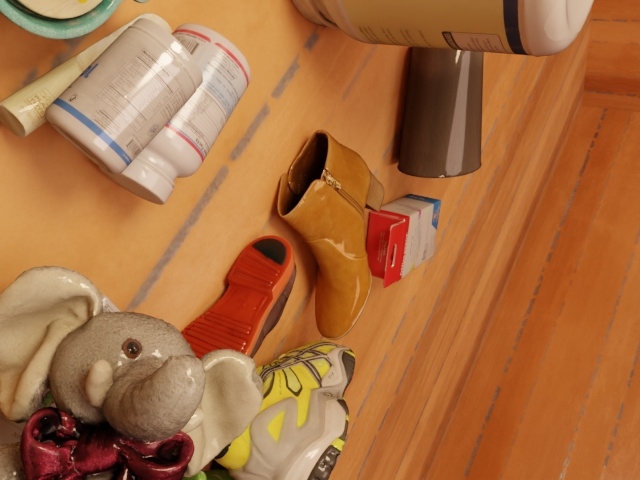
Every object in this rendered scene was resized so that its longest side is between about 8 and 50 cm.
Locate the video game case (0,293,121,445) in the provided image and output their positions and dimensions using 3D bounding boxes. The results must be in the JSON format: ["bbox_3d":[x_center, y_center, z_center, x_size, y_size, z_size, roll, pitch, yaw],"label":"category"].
[{"bbox_3d":[-0.244,0.154,0.521,0.157,0.019,0.143,-52,143,-28],"label":"video game case"}]

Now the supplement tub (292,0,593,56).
[{"bbox_3d":[0.138,-0.344,0.578,0.235,0.325,0.235,-33,132,-47],"label":"supplement tub"}]

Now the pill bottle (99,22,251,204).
[{"bbox_3d":[-0.139,-0.118,0.484,0.160,0.087,0.087,-63,148,-15],"label":"pill bottle"}]

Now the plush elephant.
[{"bbox_3d":[-0.155,0.168,0.378,0.272,0.330,0.255,24,78,-29],"label":"plush elephant"}]

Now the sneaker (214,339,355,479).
[{"bbox_3d":[-0.044,0.206,0.700,0.384,0.147,0.145,-50,165,-87],"label":"sneaker"}]

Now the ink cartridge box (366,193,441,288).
[{"bbox_3d":[0.159,-0.005,1.024,0.231,0.078,0.134,-24,124,-51],"label":"ink cartridge box"}]

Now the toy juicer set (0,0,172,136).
[{"bbox_3d":[-0.188,-0.169,0.313,0.209,0.089,0.329,-63,165,-16],"label":"toy juicer set"}]

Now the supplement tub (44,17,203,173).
[{"bbox_3d":[-0.153,-0.112,0.400,0.107,0.071,0.071,-54,145,-14],"label":"supplement tub"}]

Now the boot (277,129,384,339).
[{"bbox_3d":[0.001,-0.001,0.772,0.211,0.104,0.295,23,80,-54],"label":"boot"}]

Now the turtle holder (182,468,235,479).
[{"bbox_3d":[-0.115,0.434,0.606,0.227,0.243,0.320,26,102,-34],"label":"turtle holder"}]

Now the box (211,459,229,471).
[{"bbox_3d":[-0.125,0.421,0.821,0.159,0.044,0.233,8,99,-58],"label":"box"}]

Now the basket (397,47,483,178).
[{"bbox_3d":[0.233,-0.252,0.955,0.204,0.154,0.226,-30,126,-50],"label":"basket"}]

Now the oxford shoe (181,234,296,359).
[{"bbox_3d":[-0.106,0.125,0.659,0.271,0.097,0.098,-56,152,-25],"label":"oxford shoe"}]
